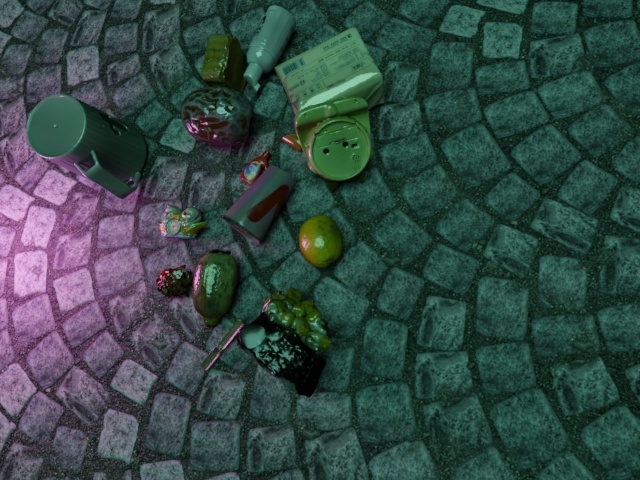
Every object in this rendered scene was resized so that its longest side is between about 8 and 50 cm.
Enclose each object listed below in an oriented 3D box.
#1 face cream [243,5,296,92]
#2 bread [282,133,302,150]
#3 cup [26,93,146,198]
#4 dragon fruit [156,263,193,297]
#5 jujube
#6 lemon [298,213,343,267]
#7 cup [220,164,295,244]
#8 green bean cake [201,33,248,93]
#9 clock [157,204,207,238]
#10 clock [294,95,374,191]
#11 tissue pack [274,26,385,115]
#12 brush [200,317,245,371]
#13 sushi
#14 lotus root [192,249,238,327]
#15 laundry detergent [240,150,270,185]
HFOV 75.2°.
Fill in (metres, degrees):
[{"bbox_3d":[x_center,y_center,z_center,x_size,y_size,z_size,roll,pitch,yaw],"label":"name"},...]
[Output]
[{"bbox_3d":[-0.247,-0.843,1.851,0.145,0.145,0.369,22,80,15],"label":"face cream"},{"bbox_3d":[-0.107,-0.429,1.775,0.103,0.049,0.062,35,85,15],"label":"bread"},{"bbox_3d":[-0.938,-0.393,1.757,0.401,0.392,0.310,27,89,11],"label":"cup"},{"bbox_3d":[-0.593,0.168,1.687,0.142,0.130,0.121,-1,63,-30],"label":"dragon fruit"},{"bbox_3d":[-0.428,-0.528,1.765,0.308,0.215,0.246,0,92,16],"label":"jujube"},{"bbox_3d":[0.000,0.000,1.593,0.170,0.170,0.207,-19,66,6],"label":"lemon"},{"bbox_3d":[-0.234,-0.150,1.670,0.203,0.203,0.288,31,78,16],"label":"cup"},{"bbox_3d":[-0.418,-0.758,1.825,0.131,0.230,0.223,8,82,14],"label":"green bean cake"},{"bbox_3d":[-0.586,-0.079,1.754,0.231,0.103,0.144,4,86,13],"label":"clock"},{"bbox_3d":[0.070,-0.365,1.613,0.286,0.117,0.348,-16,113,0],"label":"clock"},{"bbox_3d":[0.041,-0.643,1.715,0.381,0.207,0.297,-24,72,5],"label":"tissue pack"},{"bbox_3d":[-0.379,0.411,1.634,0.043,0.036,0.248,39,93,21],"label":"brush"},{"bbox_3d":[-0.091,0.344,1.449,0.329,0.328,0.285,37,75,18],"label":"sushi"},{"bbox_3d":[-0.411,0.189,1.637,0.173,0.173,0.309,4,85,12],"label":"lotus root"},{"bbox_3d":[-0.265,-0.310,1.777,0.097,0.049,0.165,34,84,9],"label":"laundry detergent"}]
